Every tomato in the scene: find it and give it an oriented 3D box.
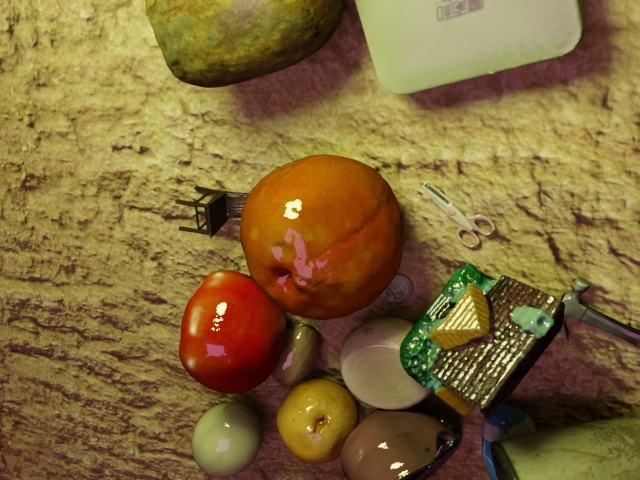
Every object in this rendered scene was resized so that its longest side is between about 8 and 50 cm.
[{"bbox_3d":[-0.200,0.220,1.607,0.227,0.298,0.298,14,122,11],"label":"tomato"}]

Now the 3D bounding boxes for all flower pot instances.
[{"bbox_3d":[0.560,0.522,1.418,0.331,0.293,0.293,-16,112,2],"label":"flower pot"}]

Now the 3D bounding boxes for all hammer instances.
[{"bbox_3d":[0.621,0.192,1.387,0.290,0.037,0.137,27,124,8],"label":"hammer"}]

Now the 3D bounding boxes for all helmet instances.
[{"bbox_3d":[0.178,0.498,1.622,0.197,0.338,0.271,42,113,23],"label":"helmet"}]

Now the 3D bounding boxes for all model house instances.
[{"bbox_3d":[0.322,0.204,1.333,0.230,0.249,0.280,37,85,0],"label":"model house"}]

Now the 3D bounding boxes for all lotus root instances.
[{"bbox_3d":[-0.120,-0.423,1.248,0.346,0.250,0.250,-16,110,26],"label":"lotus root"}]

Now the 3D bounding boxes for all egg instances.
[{"bbox_3d":[-0.259,0.549,1.876,0.187,0.186,0.253,36,121,1],"label":"egg"}]

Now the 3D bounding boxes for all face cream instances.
[{"bbox_3d":[0.454,0.498,1.602,0.149,0.083,0.263,-10,113,20],"label":"face cream"}]

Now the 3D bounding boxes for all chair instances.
[{"bbox_3d":[-0.214,-0.062,1.567,0.213,0.101,0.084,10,121,20],"label":"chair"}]

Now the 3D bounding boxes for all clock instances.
[{"bbox_3d":[0.173,0.110,1.552,0.074,0.010,0.083,43,124,-3],"label":"clock"}]

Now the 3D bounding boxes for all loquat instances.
[{"bbox_3d":[-0.007,0.449,1.701,0.208,0.208,0.208,10,121,18],"label":"loquat"}]

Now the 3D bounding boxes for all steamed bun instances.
[{"bbox_3d":[0.162,0.267,1.561,0.232,0.145,0.231,7,123,11],"label":"steamed bun"}]

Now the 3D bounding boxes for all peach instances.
[{"bbox_3d":[0.000,0.000,1.387,0.343,0.301,0.342,10,119,18],"label":"peach"}]

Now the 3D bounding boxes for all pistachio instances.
[{"bbox_3d":[-0.065,0.285,1.698,0.126,0.108,0.185,14,117,-12],"label":"pistachio"}]

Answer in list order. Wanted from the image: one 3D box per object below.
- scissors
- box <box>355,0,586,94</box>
[{"bbox_3d":[0.277,-0.058,1.405,0.176,0.022,0.085,42,128,-7],"label":"scissors"},{"bbox_3d":[0.233,-0.458,1.161,0.368,0.090,0.372,-7,115,28],"label":"box"}]
